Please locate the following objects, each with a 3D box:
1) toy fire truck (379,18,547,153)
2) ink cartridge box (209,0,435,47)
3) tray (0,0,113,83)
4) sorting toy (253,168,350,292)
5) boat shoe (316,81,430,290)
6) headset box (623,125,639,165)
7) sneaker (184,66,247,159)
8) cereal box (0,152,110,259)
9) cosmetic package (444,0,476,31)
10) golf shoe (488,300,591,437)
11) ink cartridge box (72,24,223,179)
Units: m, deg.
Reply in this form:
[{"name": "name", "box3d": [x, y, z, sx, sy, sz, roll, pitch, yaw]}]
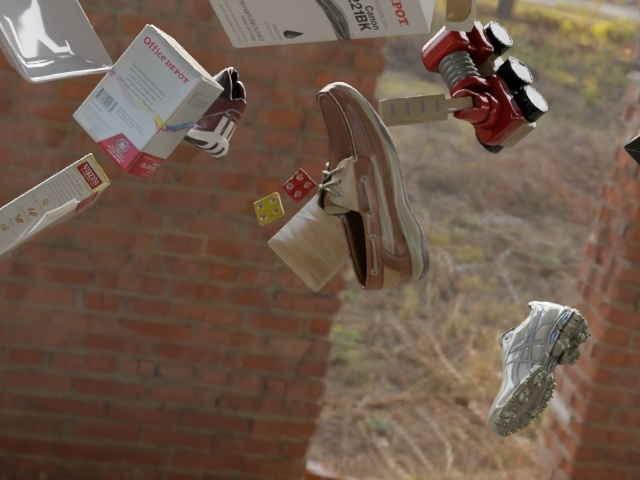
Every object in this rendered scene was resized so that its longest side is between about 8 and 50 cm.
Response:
[{"name": "toy fire truck", "box3d": [0.212, -0.255, 1.972, 0.246, 0.158, 0.217, 8, 52, -46]}, {"name": "ink cartridge box", "box3d": [-0.005, -0.349, 1.490, 0.273, 0.114, 0.197, -1, -33, 20]}, {"name": "tray", "box3d": [-0.309, -0.268, 1.160, 0.030, 0.270, 0.145, -30, -1, 27]}, {"name": "sorting toy", "box3d": [0.000, 0.000, 1.967, 0.274, 0.132, 0.046, 44, -2, 35]}, {"name": "boat shoe", "box3d": [0.056, -0.076, 1.799, 0.116, 0.324, 0.123, -21, -1, -19]}, {"name": "headset box", "box3d": [0.584, -0.151, 1.684, 0.218, 0.110, 0.293, 46, 53, -4]}, {"name": "sneaker", "box3d": [-0.229, -0.271, 2.313, 0.281, 0.162, 0.106, 33, -2, 41]}, {"name": "cereal box", "box3d": [-0.354, -0.006, 1.351, 0.240, 0.047, 0.173, -34, 4, -18]}, {"name": "cosmetic package", "box3d": [0.213, -0.377, 1.819, 0.041, 0.115, 0.060, 7, 24, 11]}, {"name": "golf shoe", "box3d": [0.234, 0.146, 1.398, 0.086, 0.176, 0.069, 24, -23, 39]}, {"name": "ink cartridge box", "box3d": [-0.241, -0.194, 1.705, 0.127, 0.175, 0.072, 46, 11, 21]}]
